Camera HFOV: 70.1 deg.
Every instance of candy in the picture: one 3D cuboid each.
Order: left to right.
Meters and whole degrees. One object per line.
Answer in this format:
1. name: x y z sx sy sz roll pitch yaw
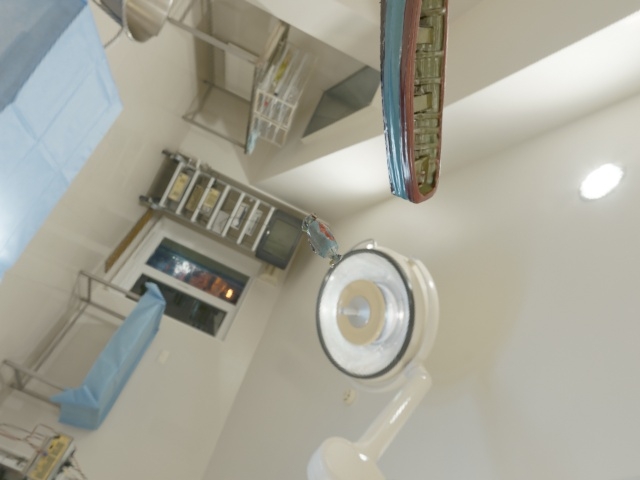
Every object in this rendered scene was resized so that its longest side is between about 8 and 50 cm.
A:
1. candy: -0.001 0.000 0.521 0.030 0.020 0.083 -49 -133 22

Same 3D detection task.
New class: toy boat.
1. toy boat: 0.129 -0.246 0.617 0.136 0.079 0.392 -31 123 -51
